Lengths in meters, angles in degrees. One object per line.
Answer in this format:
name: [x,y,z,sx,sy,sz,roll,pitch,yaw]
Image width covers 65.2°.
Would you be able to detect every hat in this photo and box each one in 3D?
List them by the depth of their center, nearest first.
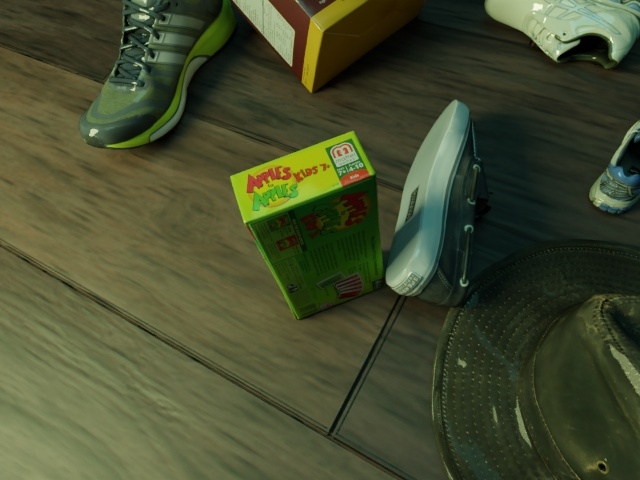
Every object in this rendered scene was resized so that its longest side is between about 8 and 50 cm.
hat: [0.239,0.113,0.336,0.331,0.134,0.331,-4,61,8]

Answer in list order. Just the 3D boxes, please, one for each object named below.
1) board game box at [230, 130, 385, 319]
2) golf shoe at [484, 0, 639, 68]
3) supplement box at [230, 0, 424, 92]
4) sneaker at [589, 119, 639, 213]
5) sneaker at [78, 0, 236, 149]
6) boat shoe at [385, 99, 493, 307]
board game box: [0.000,0.000,0.410,0.092,0.181,0.043,-21,60,-3]
golf shoe: [0.269,-0.248,0.573,0.176,0.069,0.086,21,72,21]
supplement box: [0.005,-0.325,0.585,0.191,0.129,0.194,-40,85,-13]
sneaker: [0.313,-0.086,0.477,0.052,0.058,0.135,32,70,24]
sneaker: [-0.211,-0.241,0.614,0.111,0.121,0.300,13,64,16]
boat shoe: [0.126,-0.038,0.476,0.076,0.080,0.228,26,53,-9]
